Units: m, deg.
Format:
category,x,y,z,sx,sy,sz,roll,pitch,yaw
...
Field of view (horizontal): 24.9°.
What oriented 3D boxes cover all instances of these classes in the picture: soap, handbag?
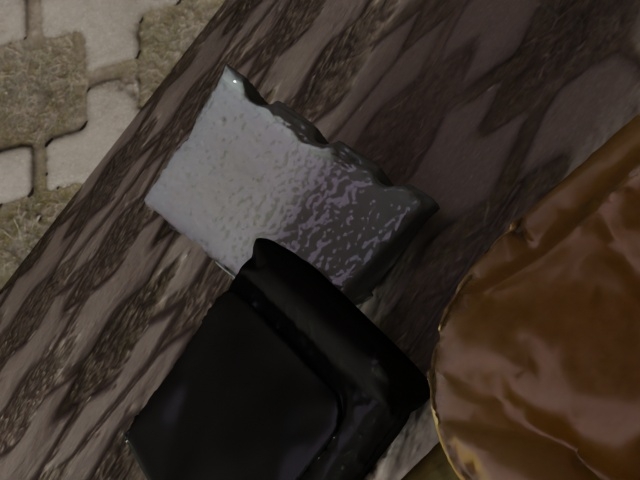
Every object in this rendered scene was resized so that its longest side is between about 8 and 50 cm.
category,x,y,z,sx,sy,sz,roll,pitch,yaw
soap,0.000,0.000,1.378,0.159,0.258,0.302,-56,-25,-4
handbag,-0.037,0.139,1.129,0.223,0.080,0.247,-56,36,6

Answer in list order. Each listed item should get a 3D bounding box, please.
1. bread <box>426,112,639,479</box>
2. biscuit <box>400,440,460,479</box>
category,x,y,z,sx,sy,sz,roll,pitch,yaw
bread,0.199,0.046,0.608,0.288,0.156,0.204,-46,45,-3
biscuit,0.084,0.189,0.794,0.290,0.062,0.237,-46,21,9
